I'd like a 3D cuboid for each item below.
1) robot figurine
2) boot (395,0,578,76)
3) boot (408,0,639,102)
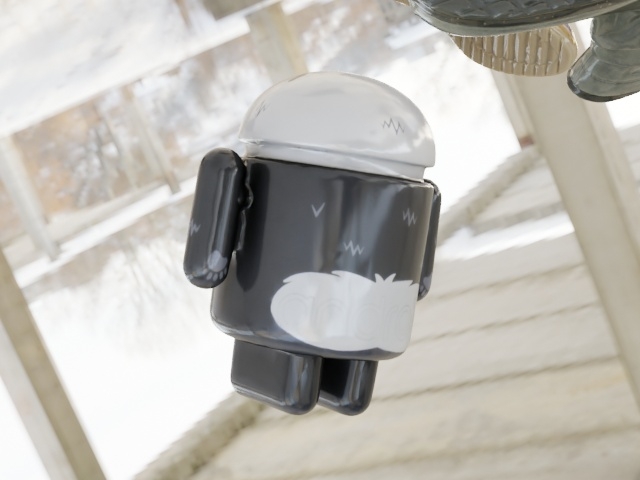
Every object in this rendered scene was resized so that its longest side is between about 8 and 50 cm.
[{"bbox_3d":[0.000,0.000,1.074,0.173,0.278,0.209,9,-177,12],"label":"robot figurine"},{"bbox_3d":[0.167,-0.271,1.254,0.207,0.248,0.090,-49,160,-38],"label":"boot"},{"bbox_3d":[0.154,-0.120,0.679,0.246,0.083,0.161,-19,153,-13],"label":"boot"}]
